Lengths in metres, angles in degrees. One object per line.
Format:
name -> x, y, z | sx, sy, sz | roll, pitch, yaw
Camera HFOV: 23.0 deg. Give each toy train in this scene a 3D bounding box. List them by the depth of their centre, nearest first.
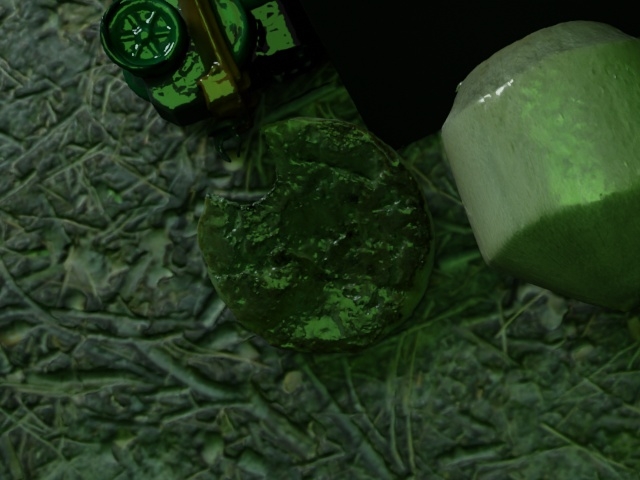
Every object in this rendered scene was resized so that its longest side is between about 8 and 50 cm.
toy train -> -0.122, -0.296, 1.622 | 0.249, 0.178, 0.429 | -22, 82, -1

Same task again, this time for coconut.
coconut -> 0.244, -0.059, 1.475 | 0.237, 0.237, 0.266 | -28, 74, 11

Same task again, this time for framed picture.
framed picture -> 0.158, -0.256, 1.548 | 0.339, 0.014, 0.255 | -25, 117, 11

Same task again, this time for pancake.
pancake -> 0.000, 0.000, 1.594 | 0.253, 0.037, 0.253 | 1, 106, 4
